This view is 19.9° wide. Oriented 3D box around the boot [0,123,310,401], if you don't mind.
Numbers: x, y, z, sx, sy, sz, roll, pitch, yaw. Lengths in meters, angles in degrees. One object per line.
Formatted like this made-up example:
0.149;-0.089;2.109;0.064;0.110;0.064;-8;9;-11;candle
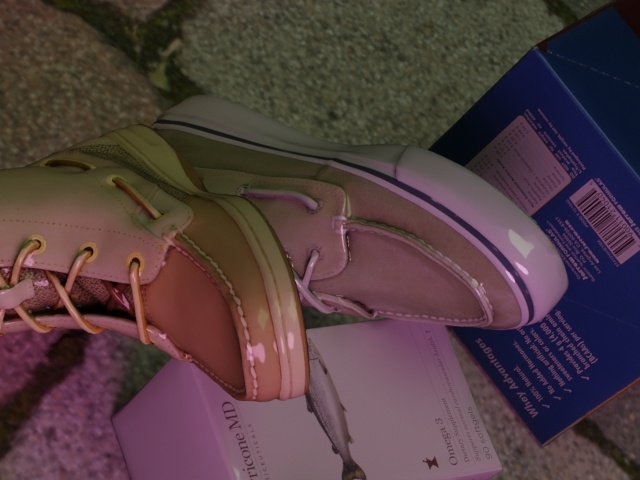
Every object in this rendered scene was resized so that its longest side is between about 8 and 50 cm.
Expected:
-0.137;0.025;0.916;0.204;0.095;0.262;-13;30;-23;boot

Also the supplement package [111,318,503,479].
-0.008;0.115;1.033;0.179;0.105;0.105;-6;65;-36;supplement package

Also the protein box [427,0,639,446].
0.176;-0.014;1.173;0.136;0.201;0.199;-31;81;-42;protein box

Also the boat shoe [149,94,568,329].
0.000;0.000;1.046;0.094;0.302;0.109;-46;135;-27;boat shoe
